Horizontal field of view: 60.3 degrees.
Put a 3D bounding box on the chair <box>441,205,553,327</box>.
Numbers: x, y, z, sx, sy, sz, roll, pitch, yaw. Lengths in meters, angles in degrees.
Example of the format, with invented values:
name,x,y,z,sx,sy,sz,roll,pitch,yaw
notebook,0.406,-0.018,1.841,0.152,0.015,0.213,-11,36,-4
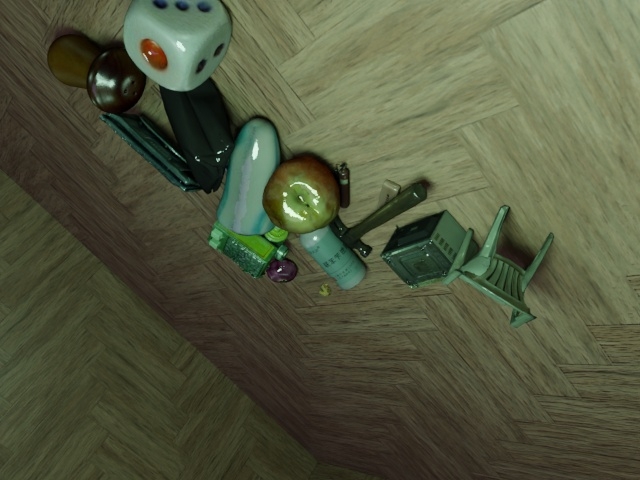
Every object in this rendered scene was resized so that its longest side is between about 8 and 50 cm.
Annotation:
name,x,y,z,sx,sy,sz,roll,pitch,yaw
chair,0.413,0.071,1.271,0.203,0.275,0.190,31,147,4

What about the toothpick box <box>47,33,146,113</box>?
name,x,y,z,sx,sy,sz,roll,pitch,yaw
toothpick box,-0.653,-0.493,1.617,0.294,0.192,0.192,27,148,23

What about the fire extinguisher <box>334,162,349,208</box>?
name,x,y,z,sx,sy,sz,roll,pitch,yaw
fire extinguisher,0.060,-0.160,1.531,0.173,0.035,0.049,86,161,-52

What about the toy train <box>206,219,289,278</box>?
name,x,y,z,sx,sy,sz,roll,pitch,yaw
toy train,-0.237,-0.012,1.849,0.271,0.188,0.159,38,147,0

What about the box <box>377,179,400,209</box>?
name,x,y,z,sx,sy,sz,roll,pitch,yaw
box,0.182,-0.112,1.480,0.048,0.025,0.115,26,147,12

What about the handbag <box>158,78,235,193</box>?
name,x,y,z,sx,sy,sz,roll,pitch,yaw
handbag,-0.342,-0.297,1.553,0.342,0.152,0.288,67,161,14

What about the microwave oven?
name,x,y,z,sx,sy,sz,roll,pitch,yaw
microwave oven,0.285,0.033,1.477,0.163,0.129,0.205,44,147,-15

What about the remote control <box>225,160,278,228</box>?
name,x,y,z,sx,sy,sz,roll,pitch,yaw
remote control,-0.192,-0.160,1.743,0.293,0.051,0.103,47,138,-14

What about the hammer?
name,x,y,z,sx,sy,sz,roll,pitch,yaw
hammer,0.160,-0.060,1.510,0.168,0.044,0.440,38,154,-9

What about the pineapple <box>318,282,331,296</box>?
name,x,y,z,sx,sy,sz,roll,pitch,yaw
pineapple,0.018,0.186,2.031,0.045,0.019,0.083,35,149,11

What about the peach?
name,x,y,z,sx,sy,sz,roll,pitch,yaw
peach,-0.053,-0.117,1.524,0.214,0.214,0.235,36,179,-1

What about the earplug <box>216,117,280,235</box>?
name,x,y,z,sx,sy,sz,roll,pitch,yaw
earplug,-0.188,-0.194,1.573,0.185,0.185,0.324,26,127,14

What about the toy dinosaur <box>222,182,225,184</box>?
name,x,y,z,sx,sy,sz,roll,pitch,yaw
toy dinosaur,-0.370,-0.224,1.851,0.119,0.029,0.060,38,137,-4

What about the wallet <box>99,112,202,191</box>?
name,x,y,z,sx,sy,sz,roll,pitch,yaw
wallet,-0.499,-0.287,1.732,0.342,0.075,0.237,41,-170,2

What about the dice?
name,x,y,z,sx,sy,sz,roll,pitch,yaw
dice,-0.339,-0.490,1.316,0.193,0.192,0.194,37,147,0

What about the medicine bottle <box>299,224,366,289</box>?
name,x,y,z,sx,sy,sz,roll,pitch,yaw
medicine bottle,0.000,0.000,1.717,0.352,0.110,0.110,49,146,-20

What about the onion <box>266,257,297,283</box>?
name,x,y,z,sx,sy,sz,roll,pitch,yaw
onion,-0.142,0.107,2.015,0.115,0.115,0.104,112,146,-57
